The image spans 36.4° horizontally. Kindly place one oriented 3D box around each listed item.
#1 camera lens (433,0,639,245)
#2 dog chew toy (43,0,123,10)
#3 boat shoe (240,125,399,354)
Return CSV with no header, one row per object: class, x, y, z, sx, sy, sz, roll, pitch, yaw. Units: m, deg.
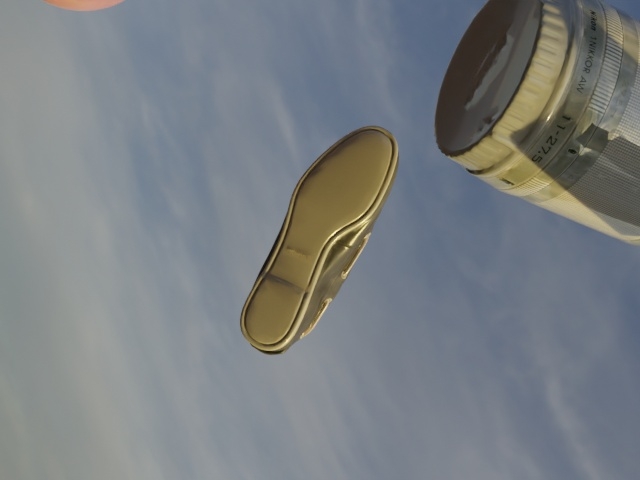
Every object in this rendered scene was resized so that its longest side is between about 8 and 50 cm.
camera lens,0.288,-0.131,1.030,0.219,0.274,0.219,-56,-157,37
dog chew toy,-0.249,-0.411,1.111,0.332,0.207,0.206,-35,-105,50
boat shoe,0.000,0.000,1.303,0.112,0.335,0.095,30,-2,14
